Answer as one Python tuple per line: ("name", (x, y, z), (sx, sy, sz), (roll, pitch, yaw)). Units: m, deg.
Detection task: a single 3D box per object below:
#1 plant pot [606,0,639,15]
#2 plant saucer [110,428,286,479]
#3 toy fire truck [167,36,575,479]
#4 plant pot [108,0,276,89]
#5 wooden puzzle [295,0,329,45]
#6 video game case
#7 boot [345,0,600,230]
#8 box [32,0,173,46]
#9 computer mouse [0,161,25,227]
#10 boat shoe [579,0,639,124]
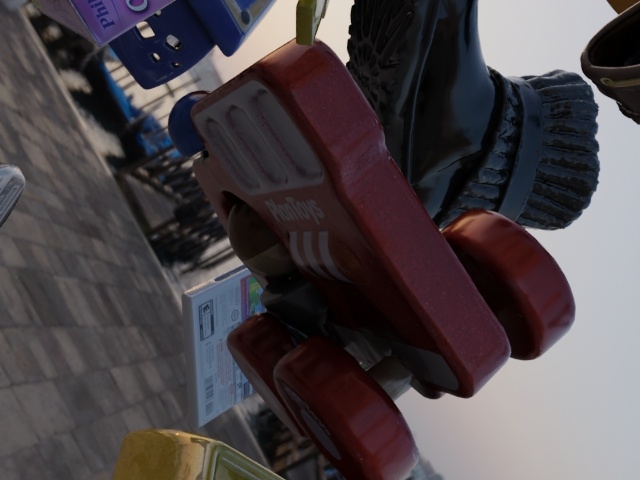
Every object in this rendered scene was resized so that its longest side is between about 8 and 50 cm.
("plant pot", (0.538, -0.425, 1.183), (0.205, 0.205, 0.188), (61, -29, 14))
("plant saucer", (-0.026, 0.311, 0.651), (0.332, 0.081, 0.333), (35, 19, -17))
("toy fire truck", (0.000, 0.000, 0.544), (0.254, 0.169, 0.302), (57, -16, -13))
("plant pot", (-0.185, -0.381, 1.132), (0.212, 0.236, 0.236), (-3, -47, 38))
("wooden puzzle", (0.007, -0.128, 0.257), (0.079, 0.014, 0.116), (-73, 170, -47))
("video game case", (-0.101, 0.121, 1.066), (0.023, 0.183, 0.201), (24, -54, 36))
("boot", (0.161, -0.155, 0.784), (0.131, 0.260, 0.348), (-118, -151, -49))
("box", (-0.169, -0.311, 0.766), (0.213, 0.243, 0.117), (36, -20, 51))
("computer mouse", (-0.204, -0.017, 0.395), (0.042, 0.106, 0.193), (34, 2, -2))
("boat shoe", (0.338, -0.173, 0.580), (0.096, 0.117, 0.324), (21, -24, -28))
